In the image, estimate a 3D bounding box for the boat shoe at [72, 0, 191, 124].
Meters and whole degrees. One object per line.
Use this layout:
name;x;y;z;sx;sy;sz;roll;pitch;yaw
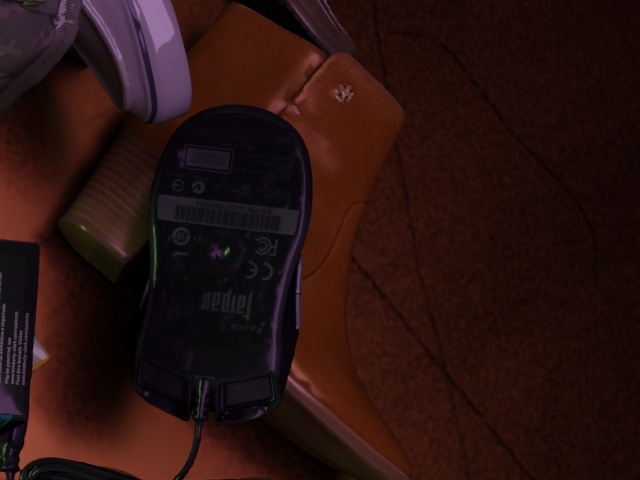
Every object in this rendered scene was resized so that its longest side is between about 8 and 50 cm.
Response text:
boat shoe;-0.168;-0.178;1.127;0.088;0.096;0.267;-28;93;-23

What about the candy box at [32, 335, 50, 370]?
candy box;-0.268;0.085;1.136;0.206;0.027;0.105;-37;93;-29

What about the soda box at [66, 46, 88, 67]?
soda box;-0.205;-0.197;1.205;0.210;0.071;0.067;34;68;-17

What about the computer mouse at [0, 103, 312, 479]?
computer mouse;-0.097;0.051;1.142;0.184;0.060;0.262;1;79;5

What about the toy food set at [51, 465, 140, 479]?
toy food set;-0.163;0.209;1.137;0.218;0.071;0.128;-21;89;-29

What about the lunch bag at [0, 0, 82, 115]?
lunch bag;-0.285;-0.128;1.005;0.235;0.287;0.169;9;76;-36

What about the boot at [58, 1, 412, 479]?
boot;-0.001;0.000;1.244;0.295;0.104;0.211;42;70;-6

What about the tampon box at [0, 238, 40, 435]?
tampon box;-0.250;0.052;1.067;0.161;0.120;0.101;9;73;-24

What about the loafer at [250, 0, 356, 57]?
loafer;-0.021;-0.173;1.304;0.050;0.056;0.148;-43;100;-22
